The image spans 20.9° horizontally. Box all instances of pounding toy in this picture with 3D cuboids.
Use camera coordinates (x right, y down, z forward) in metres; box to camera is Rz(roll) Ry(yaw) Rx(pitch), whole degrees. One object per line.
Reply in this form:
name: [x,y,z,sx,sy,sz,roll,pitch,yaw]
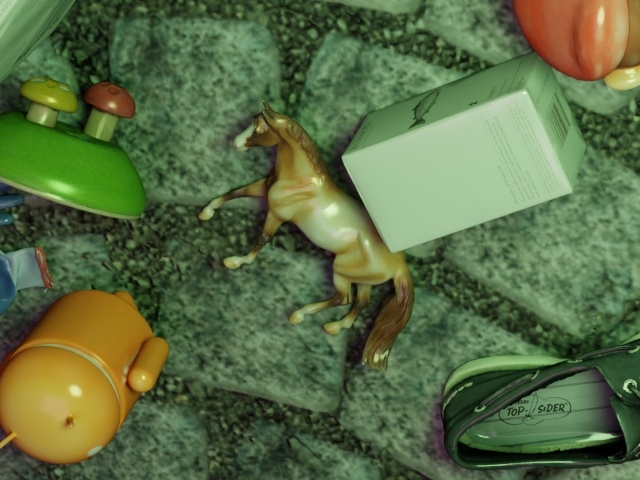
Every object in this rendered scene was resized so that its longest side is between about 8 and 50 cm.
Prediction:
pounding toy: [-0.260,-0.111,1.610,0.237,0.183,0.110,21,96,5]

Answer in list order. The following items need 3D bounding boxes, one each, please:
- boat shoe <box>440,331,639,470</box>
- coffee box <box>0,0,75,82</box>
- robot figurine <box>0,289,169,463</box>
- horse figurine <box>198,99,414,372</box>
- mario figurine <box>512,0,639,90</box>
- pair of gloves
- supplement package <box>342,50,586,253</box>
boat shoe: [0.270,0.157,1.607,0.340,0.113,0.127,-4,115,18]
coffee box: [-0.337,-0.310,1.393,0.334,0.337,0.338,40,127,-7]
robot figurine: [-0.238,0.132,1.682,0.158,0.219,0.128,23,120,3]
horse figurine: [0.000,0.000,1.634,0.263,0.066,0.174,43,126,-6]
mario figurine: [0.319,-0.206,1.423,0.320,0.198,0.170,1,162,7]
pair of gloves: [-0.356,-0.004,1.761,0.159,0.023,0.198,-9,113,22]
supplement package: [0.128,-0.078,1.531,0.179,0.105,0.105,-20,110,24]
